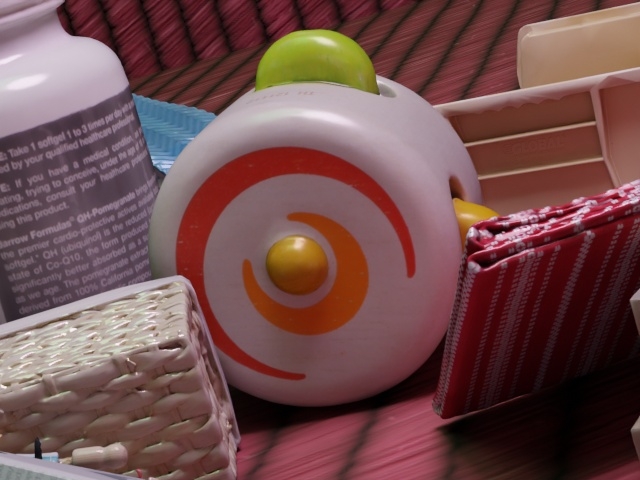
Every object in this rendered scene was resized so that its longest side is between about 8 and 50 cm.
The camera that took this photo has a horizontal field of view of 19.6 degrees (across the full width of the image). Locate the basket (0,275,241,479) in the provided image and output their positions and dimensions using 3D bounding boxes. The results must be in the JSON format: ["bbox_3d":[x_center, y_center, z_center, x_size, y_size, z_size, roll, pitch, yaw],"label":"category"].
[{"bbox_3d":[-0.135,0.104,1.039,0.167,0.113,0.103,-17,17,-2],"label":"basket"}]

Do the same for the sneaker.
[{"bbox_3d":[-0.123,-0.045,1.333,0.229,0.092,0.087,22,34,39],"label":"sneaker"}]

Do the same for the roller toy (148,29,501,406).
[{"bbox_3d":[0.000,0.000,1.127,0.191,0.209,0.146,-44,4,20],"label":"roller toy"}]

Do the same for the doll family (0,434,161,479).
[{"bbox_3d":[-0.174,0.145,0.894,0.263,0.118,0.163,-25,15,-32],"label":"doll family"}]

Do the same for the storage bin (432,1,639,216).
[{"bbox_3d":[0.208,-0.092,1.386,0.260,0.123,0.262,-7,16,34],"label":"storage bin"}]

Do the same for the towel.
[{"bbox_3d":[0.191,0.006,0.968,0.275,0.031,0.199,-19,-26,-11],"label":"towel"}]

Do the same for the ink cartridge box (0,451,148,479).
[{"bbox_3d":[0.007,0.117,0.595,0.224,0.045,0.223,11,-9,28],"label":"ink cartridge box"}]

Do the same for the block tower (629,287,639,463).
[{"bbox_3d":[0.300,0.036,0.811,0.335,0.097,0.091,-10,14,31],"label":"block tower"}]

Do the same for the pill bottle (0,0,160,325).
[{"bbox_3d":[-0.191,-0.025,1.176,0.176,0.318,0.176,-15,13,4],"label":"pill bottle"}]
